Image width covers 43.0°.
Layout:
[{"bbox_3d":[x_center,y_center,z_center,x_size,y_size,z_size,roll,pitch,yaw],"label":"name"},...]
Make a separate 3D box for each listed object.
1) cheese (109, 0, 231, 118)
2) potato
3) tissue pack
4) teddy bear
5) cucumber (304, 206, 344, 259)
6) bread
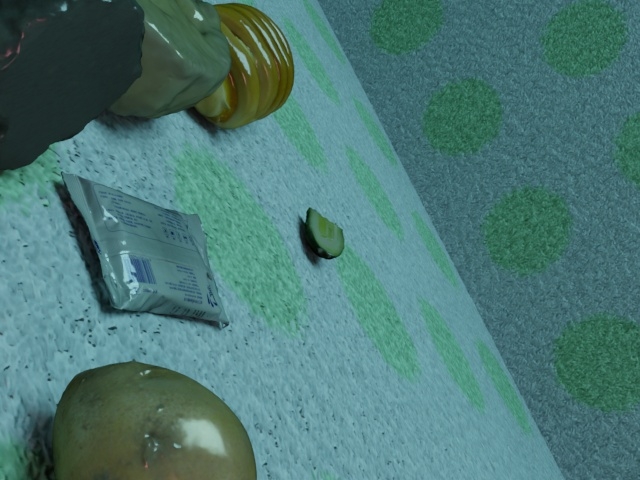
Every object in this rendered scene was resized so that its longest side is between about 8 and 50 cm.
[{"bbox_3d":[-0.222,-0.270,0.820,0.326,0.115,0.318,61,15,4],"label":"cheese"},{"bbox_3d":[-0.092,0.136,0.464,0.147,0.112,0.112,66,14,-1],"label":"potato"},{"bbox_3d":[-0.140,0.012,0.703,0.122,0.026,0.193,65,15,19],"label":"tissue pack"},{"bbox_3d":[-0.219,-0.195,0.599,0.251,0.171,0.144,58,-7,19],"label":"teddy bear"},{"bbox_3d":[0.000,0.000,1.185,0.067,0.035,0.107,35,22,-15],"label":"cucumber"},{"bbox_3d":[-0.114,-0.249,1.131,0.173,0.121,0.311,57,15,-11],"label":"bread"}]
